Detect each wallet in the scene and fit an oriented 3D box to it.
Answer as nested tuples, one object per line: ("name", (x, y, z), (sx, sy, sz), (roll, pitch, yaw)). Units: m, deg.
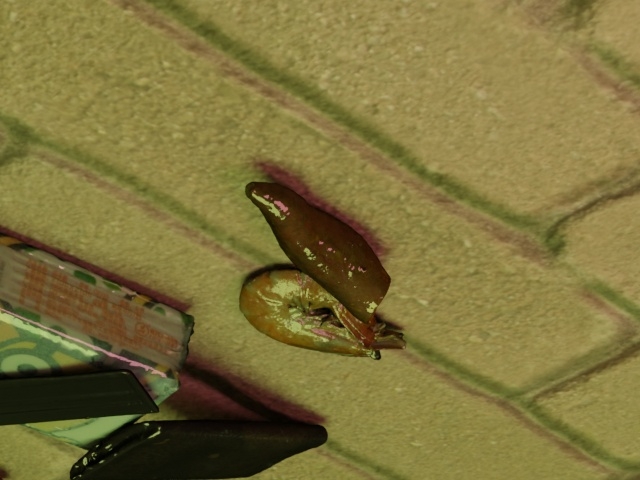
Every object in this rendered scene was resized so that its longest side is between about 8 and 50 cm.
("wallet", (-0.152, 0.262, 2.302), (0.170, 0.044, 0.321), (-29, 156, 35))

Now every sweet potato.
("sweet potato", (0.000, 0.000, 2.010), (0.077, 0.077, 0.243), (-22, 128, 31))

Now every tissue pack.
("tissue pack", (-0.340, 0.119, 2.160), (0.311, 0.128, 0.228), (26, 139, -24))

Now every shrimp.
("shrimp", (0.008, 0.091, 2.147), (0.217, 0.051, 0.115), (21, 139, -17))

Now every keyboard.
("keyboard", (-0.381, 0.196, 2.140), (0.381, 0.041, 0.103), (-11, 141, 14))

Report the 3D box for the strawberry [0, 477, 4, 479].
("strawberry", (-0.479, 0.346, 2.534), (0.073, 0.073, 0.083), (-20, 124, 30))
